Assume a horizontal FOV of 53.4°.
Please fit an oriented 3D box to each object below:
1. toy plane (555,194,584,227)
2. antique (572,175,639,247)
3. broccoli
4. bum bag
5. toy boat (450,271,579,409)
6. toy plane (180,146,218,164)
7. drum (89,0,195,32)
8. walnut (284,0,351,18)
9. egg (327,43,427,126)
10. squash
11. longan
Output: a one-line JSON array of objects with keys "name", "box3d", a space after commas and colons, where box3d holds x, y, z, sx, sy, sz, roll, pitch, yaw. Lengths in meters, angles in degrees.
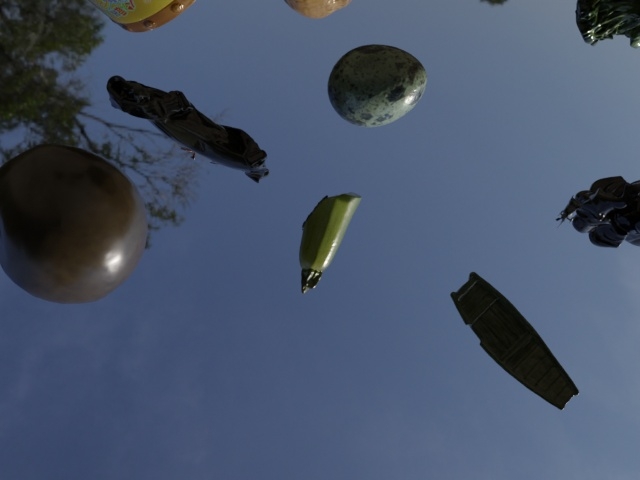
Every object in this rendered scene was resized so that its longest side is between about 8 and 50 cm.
[{"name": "toy plane", "box3d": [0.559, -0.066, 1.430, 0.031, 0.049, 0.121, 39, -140, 12]}, {"name": "antique", "box3d": [0.796, -0.071, 1.567, 0.322, 0.185, 0.255, 6, 177, -22]}, {"name": "broccoli", "box3d": [0.518, -0.350, 0.992, 0.177, 0.198, 0.275, -32, -138, 11]}, {"name": "bum bag", "box3d": [-0.213, -0.194, 1.103, 0.326, 0.080, 0.142, 26, 178, -28]}, {"name": "toy boat", "box3d": [0.338, 0.179, 1.131, 0.293, 0.093, 0.055, 47, 176, -5]}, {"name": "toy plane", "box3d": [-0.272, -0.214, 1.558, 0.145, 0.037, 0.060, 4, -159, -34]}, {"name": "drum", "box3d": [-0.417, -0.725, 1.508, 0.214, 0.431, 0.431, 39, -173, -48]}, {"name": "walnut", "box3d": [-0.003, -0.553, 1.288, 0.193, 0.193, 0.225, 19, 170, 8]}, {"name": "egg", "box3d": [0.092, -0.253, 1.039, 0.172, 0.132, 0.132, -2, -160, 37]}, {"name": "squash", "box3d": [-0.002, -0.002, 1.137, 0.075, 0.200, 0.090, 25, -170, 3]}, {"name": "longan", "box3d": [-0.455, -0.033, 1.155, 0.297, 0.297, 0.297, 10, -148, -6]}]
